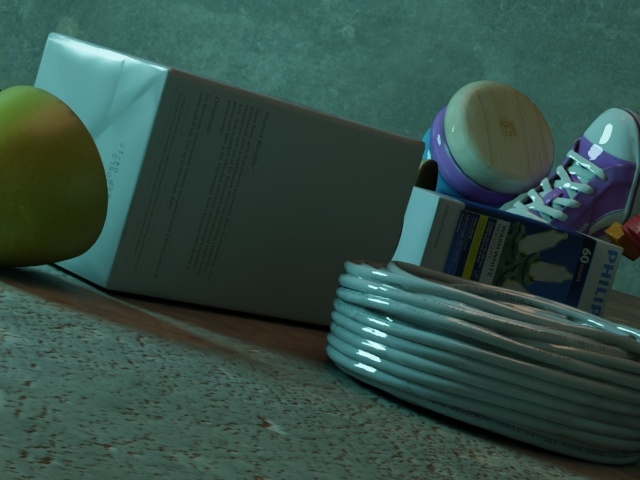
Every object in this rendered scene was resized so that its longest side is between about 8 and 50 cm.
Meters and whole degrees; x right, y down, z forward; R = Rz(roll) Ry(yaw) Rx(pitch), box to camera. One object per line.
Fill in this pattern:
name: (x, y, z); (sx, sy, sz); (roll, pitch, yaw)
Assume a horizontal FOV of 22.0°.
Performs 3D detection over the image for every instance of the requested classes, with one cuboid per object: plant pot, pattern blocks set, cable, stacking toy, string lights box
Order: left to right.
plant pot: (-0.234, -0.035, 1.180); (0.134, 0.134, 0.095); (19, 29, 32)
stacking toy: (0.131, -0.057, 1.958); (0.141, 0.141, 0.330); (15, -31, -25)
string lights box: (0.176, 0.036, 1.663); (0.259, 0.133, 0.076); (13, 5, -36)
cable: (0.129, 0.083, 1.204); (0.257, 0.089, 0.257); (14, 4, -21)
pattern blocks set: (0.402, 0.084, 1.703); (0.285, 0.026, 0.325); (48, 1, 9)

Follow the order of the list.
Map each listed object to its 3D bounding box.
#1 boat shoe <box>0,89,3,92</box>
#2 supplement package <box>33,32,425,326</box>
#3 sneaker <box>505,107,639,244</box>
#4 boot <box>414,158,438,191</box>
boat shoe: (-0.343, -0.103, 1.731); (0.091, 0.114, 0.302); (47, 4, 16)
supplement package: (-0.088, -0.043, 1.373); (0.293, 0.178, 0.175); (13, 5, -44)
sneaker: (0.249, -0.025, 1.785); (0.161, 0.282, 0.102); (16, 15, -43)
boot: (0.040, -0.067, 1.761); (0.165, 0.077, 0.213); (18, -1, 4)
